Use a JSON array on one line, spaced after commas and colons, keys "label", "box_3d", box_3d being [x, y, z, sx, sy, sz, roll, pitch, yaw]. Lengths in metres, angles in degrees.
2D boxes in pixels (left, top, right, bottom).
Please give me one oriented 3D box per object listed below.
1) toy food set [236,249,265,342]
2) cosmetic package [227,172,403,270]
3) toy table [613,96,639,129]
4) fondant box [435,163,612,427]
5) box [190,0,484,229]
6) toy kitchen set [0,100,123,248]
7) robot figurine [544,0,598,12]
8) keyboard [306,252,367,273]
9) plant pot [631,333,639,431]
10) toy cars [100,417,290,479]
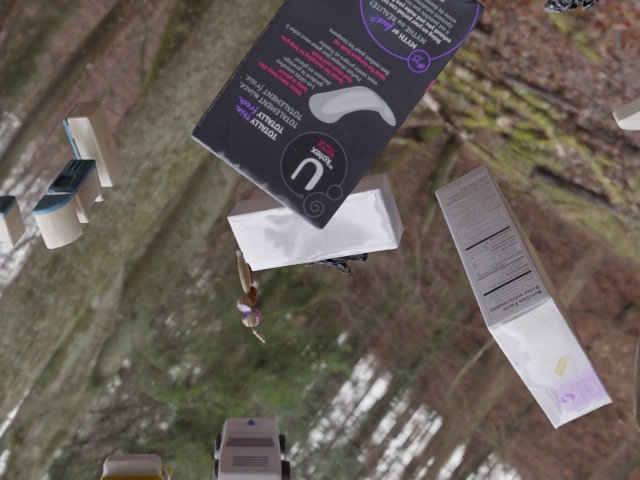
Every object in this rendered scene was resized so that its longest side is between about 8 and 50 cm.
[{"label": "toy food set", "box_3d": [-0.103, 0.081, 1.216, 0.078, 0.019, 0.122, 61, -164, -65]}, {"label": "cosmetic package", "box_3d": [-0.007, -0.026, 1.267, 0.060, 0.239, 0.098, -66, -39, -55]}, {"label": "toy table", "box_3d": [0.601, -0.215, 1.374, 0.161, 0.252, 0.274, 44, -166, -51]}, {"label": "fondant box", "box_3d": [0.292, 0.073, 1.273, 0.238, 0.096, 0.330, 52, -163, -33]}, {"label": "box", "box_3d": [0.017, -0.168, 0.890, 0.165, 0.270, 0.143, 37, -175, -3]}, {"label": "toy kitchen set", "box_3d": [-0.410, -0.096, 1.246, 0.166, 0.122, 0.207, -1, -144, 13]}, {"label": "robot figurine", "box_3d": [0.431, -0.498, 1.368, 0.211, 0.291, 0.085, 54, -141, -5]}, {"label": "keyboard", "box_3d": [0.000, 0.000, 1.531, 0.192, 0.100, 0.038, 8, -158, 30]}, {"label": "plant pot", "box_3d": [0.522, 0.166, 0.973, 0.280, 0.323, 0.323, 11, -169, 3]}, {"label": "toy cars", "box_3d": [-0.155, 0.281, 1.078, 0.176, 0.087, 0.394, 8, -169, 35]}]
